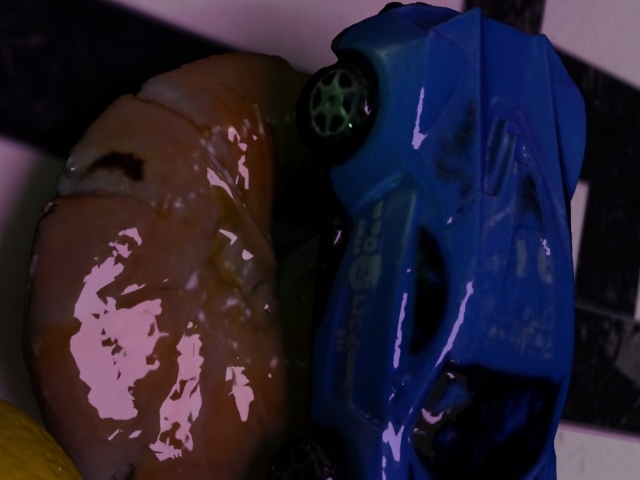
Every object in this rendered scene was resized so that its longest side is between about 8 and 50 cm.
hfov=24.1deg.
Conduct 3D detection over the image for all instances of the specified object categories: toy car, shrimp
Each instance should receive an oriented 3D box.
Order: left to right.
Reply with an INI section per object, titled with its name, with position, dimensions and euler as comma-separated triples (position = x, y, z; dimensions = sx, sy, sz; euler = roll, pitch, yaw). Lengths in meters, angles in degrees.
[shrimp]
position = 0.001, 0.000, 0.537
dimensions = 0.267, 0.061, 0.145
euler = -20, 98, -41
[toy car]
position = 0.043, 0.027, 0.486
dimensions = 0.103, 0.063, 0.216
euler = 13, 75, -39

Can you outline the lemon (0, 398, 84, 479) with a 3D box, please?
[lemon]
position = -0.108, 0.099, 0.392
dimensions = 0.109, 0.109, 0.133
euler = -10, 85, -45
